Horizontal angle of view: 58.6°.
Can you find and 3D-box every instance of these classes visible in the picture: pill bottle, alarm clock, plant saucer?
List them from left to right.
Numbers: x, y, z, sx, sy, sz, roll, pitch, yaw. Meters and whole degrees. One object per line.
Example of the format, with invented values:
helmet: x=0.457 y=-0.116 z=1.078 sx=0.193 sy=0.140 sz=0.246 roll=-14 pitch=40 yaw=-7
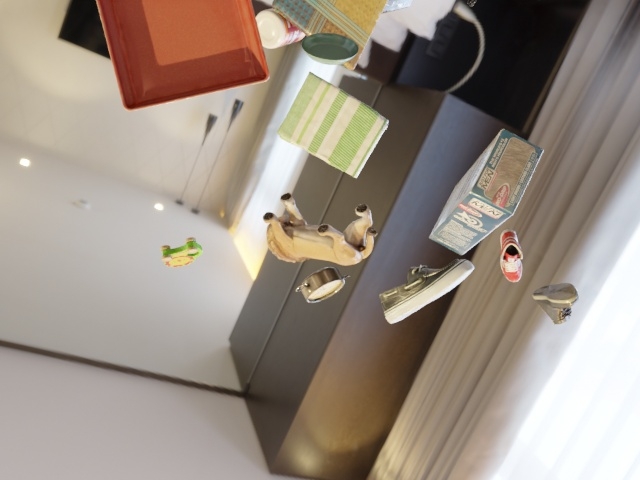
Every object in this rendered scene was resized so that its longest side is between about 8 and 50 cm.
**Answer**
plant saucer: x=-0.244 y=-0.374 z=1.008 sx=0.259 sy=0.258 sz=0.048 roll=-14 pitch=180 yaw=-6
pill bottle: x=-0.084 y=-0.512 z=1.357 sx=0.086 sy=0.086 sz=0.152 roll=28 pitch=-142 yaw=18
alarm clock: x=-0.008 y=0.131 z=1.703 sx=0.192 sy=0.129 sz=0.064 roll=-3 pitch=-124 yaw=-53
plant saucer: x=0.019 y=-0.392 z=1.177 sx=0.119 sy=0.021 sz=0.119 roll=3 pitch=-136 yaw=-3

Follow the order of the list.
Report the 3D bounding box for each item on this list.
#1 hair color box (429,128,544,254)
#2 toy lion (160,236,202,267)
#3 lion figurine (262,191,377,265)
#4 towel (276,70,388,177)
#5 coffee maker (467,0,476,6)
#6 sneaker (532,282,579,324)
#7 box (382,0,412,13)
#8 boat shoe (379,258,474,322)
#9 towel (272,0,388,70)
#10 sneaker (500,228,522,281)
hair color box: x=0.377 y=-0.098 z=1.344 sx=0.105 sy=0.174 sz=0.347 roll=28 pitch=165 yaw=5
toy lion: x=-0.316 y=0.034 z=1.310 sx=0.096 sy=0.100 sz=0.034 roll=58 pitch=-164 yaw=-67
lion figurine: x=0.000 y=0.000 z=1.485 sx=0.392 sy=0.142 sz=0.240 roll=19 pitch=151 yaw=33
towel: x=0.044 y=-0.392 z=1.969 sx=0.324 sy=0.248 sz=0.038 roll=28 pitch=-162 yaw=-11
coffee maker: x=0.443 y=-0.835 z=1.758 sx=0.178 sy=0.171 sz=0.120 roll=18 pitch=-152 yaw=-15
sneaker: x=0.746 y=0.199 z=1.743 sx=0.118 sy=0.083 sz=0.222 roll=54 pitch=177 yaw=0
box: x=0.108 y=-0.696 z=1.508 sx=0.270 sy=0.165 sz=0.143 roll=-17 pitch=175 yaw=-6
boat shoe: x=0.301 y=0.131 z=1.717 sx=0.121 sy=0.335 sz=0.119 roll=-7 pitch=-116 yaw=-55
towel: x=0.063 y=-0.627 z=1.325 sx=0.271 sy=0.370 sz=0.040 roll=28 pitch=177 yaw=-37
sneaker: x=0.383 y=0.043 z=1.140 sx=0.042 sy=0.118 sz=0.067 roll=-10 pitch=-156 yaw=16
